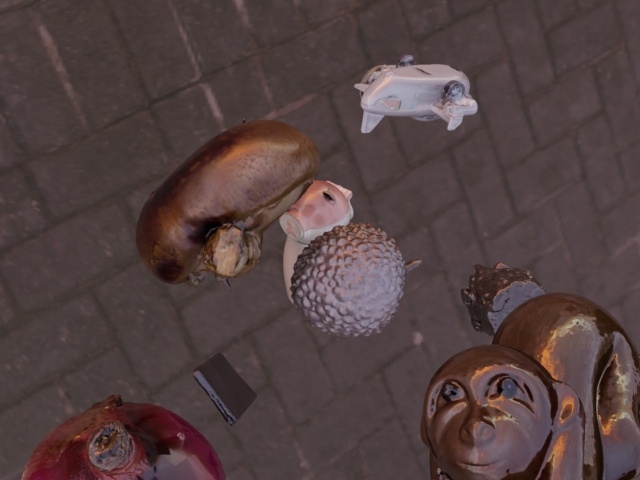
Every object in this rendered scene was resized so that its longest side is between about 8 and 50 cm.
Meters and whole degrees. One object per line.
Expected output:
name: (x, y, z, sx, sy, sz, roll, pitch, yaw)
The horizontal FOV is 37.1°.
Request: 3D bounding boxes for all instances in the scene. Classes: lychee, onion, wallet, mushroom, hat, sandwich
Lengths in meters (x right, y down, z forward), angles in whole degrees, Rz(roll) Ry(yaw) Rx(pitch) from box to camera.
lychee: (0.054, 0.057, 1.351, 0.197, 0.165, 0.165, 0, 98, -18)
onion: (-0.322, 0.397, 1.532, 0.347, 0.348, 0.385, -33, 153, -24)
wallet: (-0.184, 0.281, 1.832, 0.025, 0.244, 0.124, -38, 88, 5)
mushroom: (-0.131, -0.052, 1.313, 0.297, 0.278, 0.163, -40, 102, 22)
hat: (0.137, -0.316, 2.042, 0.050, 0.121, 0.121, 26, 83, -47)
sandwich: (-0.282, 0.047, 1.798, 0.135, 0.067, 0.029, 27, 70, -2)

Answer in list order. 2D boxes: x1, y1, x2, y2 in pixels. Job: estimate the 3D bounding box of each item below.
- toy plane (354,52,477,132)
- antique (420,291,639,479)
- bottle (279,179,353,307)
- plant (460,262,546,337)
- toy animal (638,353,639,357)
toy plane: (0.125, -0.191, 1.259, 0.174, 0.174, 0.080, -14, 126, -30)
antique: (0.159, 0.120, 0.691, 0.256, 0.121, 0.144, -15, 85, -49)
bottle: (0.000, 0.000, 1.654, 0.147, 0.147, 0.237, -29, 130, -26)
plant: (0.451, 0.147, 2.342, 0.204, 0.234, 0.178, -8, 109, -8)
toy animal: (0.549, 0.268, 1.653, 0.138, 0.166, 0.179, 66, 21, 2)
